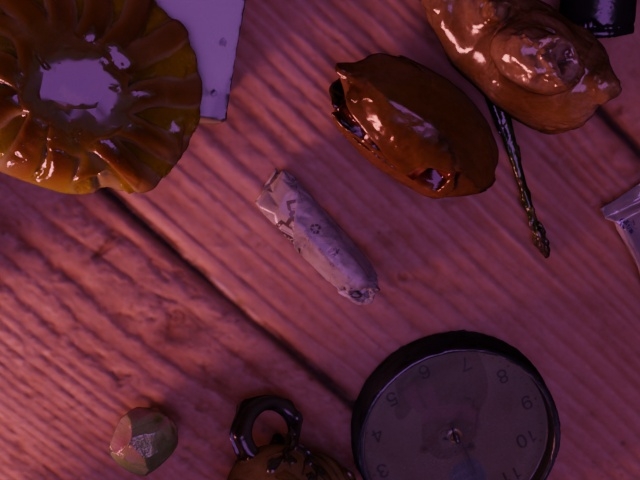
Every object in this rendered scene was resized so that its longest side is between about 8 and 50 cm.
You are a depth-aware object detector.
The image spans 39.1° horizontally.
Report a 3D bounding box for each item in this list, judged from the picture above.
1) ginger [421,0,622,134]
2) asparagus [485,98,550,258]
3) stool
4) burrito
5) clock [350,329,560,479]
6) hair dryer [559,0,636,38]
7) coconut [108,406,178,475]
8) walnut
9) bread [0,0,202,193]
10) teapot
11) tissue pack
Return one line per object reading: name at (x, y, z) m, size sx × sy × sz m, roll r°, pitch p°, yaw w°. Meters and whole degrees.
ginger at (0.204, -0.217, 0.998) m, size 0.270 × 0.219 × 0.123 m, roll 30°, pitch 98°, yaw -20°
asparagus at (0.252, -0.080, 1.136) m, size 0.022 × 0.023 × 0.232 m, roll -8°, pitch 110°, yaw 42°
stool at (-0.159, -0.271, 0.930) m, size 0.170 × 0.243 × 0.269 m, roll 10°, pitch 103°, yaw -9°
burrito at (-0.001, 0.000, 1.108) m, size 0.064 × 0.064 × 0.203 m, roll -41°, pitch 102°, yaw 4°
clock at (0.180, 0.259, 1.191) m, size 0.281 × 0.055 × 0.280 m, roll -1°, pitch 103°, yaw -6°
hair dryer at (0.405, -0.337, 1.069) m, size 0.251 × 0.089 × 0.197 m, roll -3°, pitch 102°, yaw -15°
coconut at (-0.219, 0.248, 1.136) m, size 0.082 × 0.081 × 0.083 m, roll -23°, pitch 104°, yaw 43°
walnut at (0.112, -0.134, 1.056) m, size 0.245 × 0.137 × 0.137 m, roll 39°, pitch 97°, yaw -16°
bread at (-0.208, -0.133, 0.780) m, size 0.213 × 0.105 × 0.213 m, roll -1°, pitch 101°, yaw -5°
teapot at (-0.029, 0.323, 1.145) m, size 0.183 × 0.173 × 0.269 m, roll -11°, pitch 83°, yaw -37°
tissue pack at (0.458, 0.004, 1.174) m, size 0.123 × 0.026 × 0.193 m, roll -32°, pitch 104°, yaw 3°
